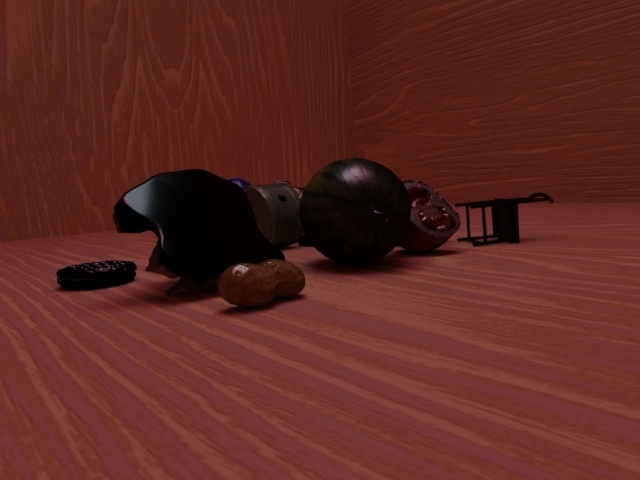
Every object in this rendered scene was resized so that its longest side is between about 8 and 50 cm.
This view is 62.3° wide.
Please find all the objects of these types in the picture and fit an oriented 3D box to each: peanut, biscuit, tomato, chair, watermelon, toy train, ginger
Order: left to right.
[{"bbox_3d":[-0.567,0.084,1.344,0.195,0.053,0.194,-3,6,0],"label":"biscuit"},{"bbox_3d":[-0.282,0.020,1.244,0.414,0.358,0.211,-12,-34,-52],"label":"ginger"},{"bbox_3d":[-0.104,0.080,0.996,0.089,0.088,0.193,2,8,44],"label":"peanut"},{"bbox_3d":[0.000,0.000,1.814,0.047,0.043,0.208,-10,9,-42],"label":"toy train"},{"bbox_3d":[0.089,-0.076,1.372,0.279,0.278,0.359,-5,7,-14],"label":"watermelon"},{"bbox_3d":[0.276,-0.053,1.542,0.181,0.214,0.155,-22,-25,-36],"label":"tomato"},{"bbox_3d":[0.572,-0.068,1.657,0.261,0.141,0.154,-6,7,-6],"label":"chair"}]

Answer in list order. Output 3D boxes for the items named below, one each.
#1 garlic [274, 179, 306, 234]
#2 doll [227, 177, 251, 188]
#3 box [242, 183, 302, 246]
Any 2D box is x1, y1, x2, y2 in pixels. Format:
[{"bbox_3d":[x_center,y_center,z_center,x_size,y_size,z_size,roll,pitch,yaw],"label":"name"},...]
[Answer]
[{"bbox_3d":[-0.106,-0.104,2.107,0.322,0.240,0.322,18,7,-2],"label":"garlic"},{"bbox_3d":[-0.312,-0.100,2.015,0.160,0.242,0.311,-2,32,-32],"label":"doll"},{"bbox_3d":[-0.186,-0.081,1.838,0.226,0.225,0.150,2,9,44],"label":"box"}]
